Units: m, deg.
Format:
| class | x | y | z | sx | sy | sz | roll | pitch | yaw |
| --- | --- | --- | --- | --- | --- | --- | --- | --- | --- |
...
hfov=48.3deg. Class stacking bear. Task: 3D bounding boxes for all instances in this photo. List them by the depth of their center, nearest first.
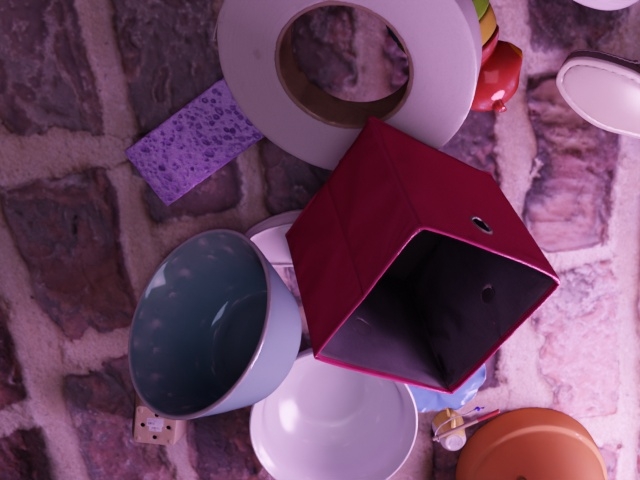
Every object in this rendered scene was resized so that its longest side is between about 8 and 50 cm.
| class | x | y | z | sx | sy | sz | roll | pitch | yaw |
| --- | --- | --- | --- | --- | --- | --- | --- | --- | --- |
| stacking bear | 0.206 | -0.325 | 1.101 | 0.164 | 0.175 | 0.289 | -38 | 113 | 12 |

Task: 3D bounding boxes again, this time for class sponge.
| class | x | y | z | sx | sy | sz | roll | pitch | yaw |
| --- | --- | --- | --- | --- | --- | --- | --- | --- | --- |
| sponge | -0.210 | -0.164 | 1.194 | 0.210 | 0.031 | 0.117 | -34 | 106 | 8 |

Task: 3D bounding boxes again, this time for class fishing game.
| class | x | y | z | sx | sy | sz | roll | pitch | yaw |
| --- | --- | --- | --- | --- | --- | --- | --- | --- | --- |
| fishing game | 0.212 | 0.231 | 1.325 | 0.189 | 0.041 | 0.264 | -27 | 92 | 6 |

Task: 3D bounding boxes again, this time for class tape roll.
| class | x | y | z | sx | sy | sz | roll | pitch | yaw |
| --- | --- | --- | --- | --- | --- | --- | --- | --- | --- |
| tape roll | 0.038 | -0.269 | 1.053 | 0.392 | 0.072 | 0.392 | 11 | 136 | 11 |

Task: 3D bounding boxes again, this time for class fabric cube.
| class | x | y | z | sx | sy | sz | roll | pitch | yaw |
| --- | --- | --- | --- | --- | --- | --- | --- | --- | --- |
| fabric cube | 0.133 | 0.025 | 1.036 | 0.254 | 0.258 | 0.259 | 20 | 123 | -27 |

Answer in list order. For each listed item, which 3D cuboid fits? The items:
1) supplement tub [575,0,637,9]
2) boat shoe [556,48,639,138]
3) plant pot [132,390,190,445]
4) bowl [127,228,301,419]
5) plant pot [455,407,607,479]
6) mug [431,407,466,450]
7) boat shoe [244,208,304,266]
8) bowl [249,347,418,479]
| class | x | y | z | sx | sy | sz | roll | pitch | yaw |
| --- | --- | --- | --- | --- | --- | --- | --- | --- | --- |
| supplement tub | 0.439 | -0.494 | 0.937 | 0.235 | 0.235 | 0.325 | 27 | 148 | -10 |
| boat shoe | 0.535 | -0.233 | 1.169 | 0.324 | 0.097 | 0.116 | 22 | 146 | -5 |
| plant pot | -0.294 | 0.315 | 1.309 | 0.109 | 0.096 | 0.109 | 8 | 108 | -5 |
| bowl | -0.153 | 0.152 | 1.184 | 0.311 | 0.311 | 0.163 | -47 | 138 | 12 |
| plant pot | 0.419 | 0.491 | 1.339 | 0.291 | 0.203 | 0.291 | -1 | 107 | -3 |
| mug | 0.245 | 0.362 | 1.363 | 0.062 | 0.064 | 0.078 | -33 | 105 | 9 |
| boat shoe | 0.000 | 0.000 | 1.220 | 0.277 | 0.096 | 0.098 | -9 | 107 | 0 |
| bowl | 0.020 | 0.304 | 1.298 | 0.298 | 0.134 | 0.298 | -1 | 108 | -3 |
